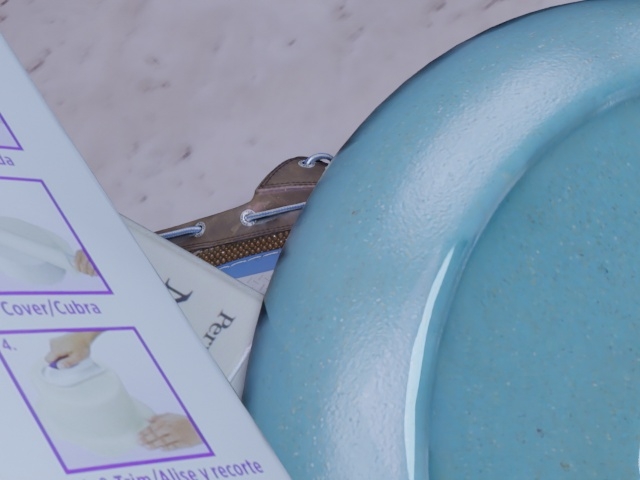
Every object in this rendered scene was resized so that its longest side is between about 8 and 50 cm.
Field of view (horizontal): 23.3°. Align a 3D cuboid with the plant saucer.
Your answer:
[{"bbox_3d":[0.132,0.070,0.461,0.317,0.044,0.317,5,75,-20],"label":"plant saucer"}]

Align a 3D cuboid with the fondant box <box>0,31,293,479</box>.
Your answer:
[{"bbox_3d":[-0.129,0.095,0.420,0.238,0.096,0.330,-51,61,28],"label":"fondant box"}]

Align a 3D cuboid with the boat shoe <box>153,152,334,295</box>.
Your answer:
[{"bbox_3d":[0.000,0.000,0.608,0.183,0.066,0.066,-14,57,1],"label":"boat shoe"}]

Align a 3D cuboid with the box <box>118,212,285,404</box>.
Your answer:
[{"bbox_3d":[-0.113,0.030,0.550,0.275,0.094,0.113,25,82,37],"label":"box"}]
